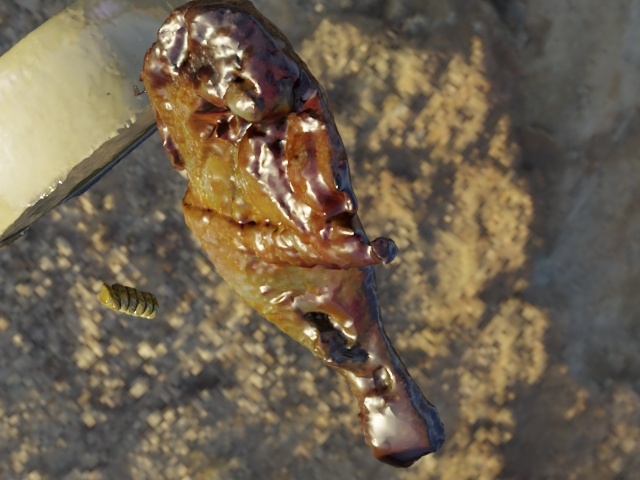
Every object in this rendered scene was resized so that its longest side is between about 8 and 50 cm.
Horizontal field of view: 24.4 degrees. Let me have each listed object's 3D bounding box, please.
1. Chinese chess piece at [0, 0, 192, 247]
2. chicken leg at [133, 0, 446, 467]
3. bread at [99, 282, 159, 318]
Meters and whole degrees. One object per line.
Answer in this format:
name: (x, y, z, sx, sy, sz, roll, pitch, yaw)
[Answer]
Chinese chess piece: (-0.181, -0.103, 1.110, 0.250, 0.103, 0.250, -40, -175, 4)
chicken leg: (-0.007, -0.004, 0.847, 0.083, 0.177, 0.322, -36, 141, -18)
bread: (-0.244, 0.077, 1.907, 0.088, 0.049, 0.033, 17, 102, -40)
